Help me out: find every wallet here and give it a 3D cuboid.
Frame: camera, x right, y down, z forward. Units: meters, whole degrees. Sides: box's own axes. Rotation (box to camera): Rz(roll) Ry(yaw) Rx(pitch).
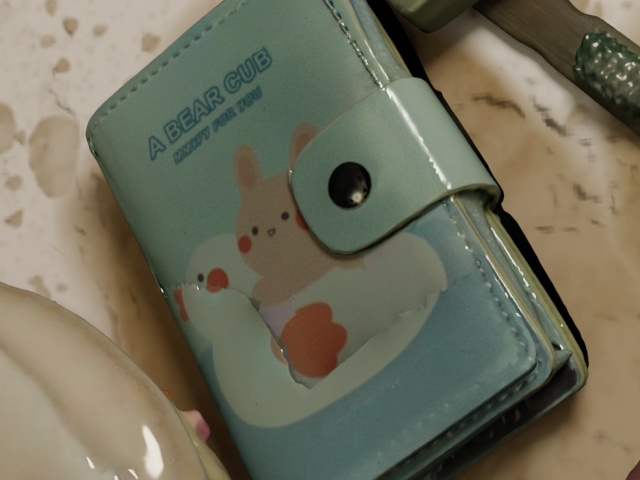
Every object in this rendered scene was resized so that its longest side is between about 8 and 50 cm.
[{"bbox_3d":[0.000,0.000,0.778,0.176,0.075,0.250,-38,66,22],"label":"wallet"}]

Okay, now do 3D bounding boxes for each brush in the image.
[{"bbox_3d":[0.110,-0.098,0.765,0.190,0.027,0.034,43,98,27],"label":"brush"}]

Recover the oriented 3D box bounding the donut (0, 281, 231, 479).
[{"bbox_3d":[-0.185,0.206,0.788,0.382,0.142,0.383,-5,77,25],"label":"donut"}]

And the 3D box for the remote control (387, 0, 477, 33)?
[{"bbox_3d":[0.022,-0.239,0.818,0.123,0.038,0.285,-38,62,15],"label":"remote control"}]

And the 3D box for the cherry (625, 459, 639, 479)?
[{"bbox_3d":[0.192,0.189,0.568,0.307,0.221,0.261,28,113,15],"label":"cherry"}]
